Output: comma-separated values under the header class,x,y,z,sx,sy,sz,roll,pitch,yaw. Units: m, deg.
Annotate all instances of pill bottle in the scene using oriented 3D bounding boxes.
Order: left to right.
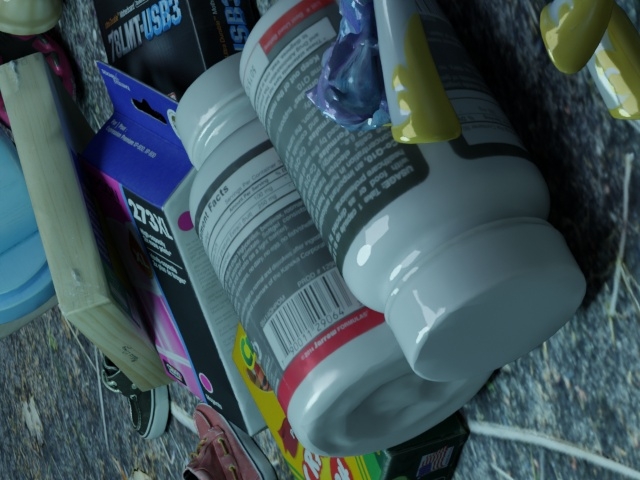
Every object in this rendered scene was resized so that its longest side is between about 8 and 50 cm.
class,x,y,z,sx,sy,sz,roll,pitch,yaw
pill bottle,0.000,0.000,1.551,0.318,0.176,0.176,63,154,28
pill bottle,0.066,-0.049,1.390,0.283,0.161,0.161,63,154,28

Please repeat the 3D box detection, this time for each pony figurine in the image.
class,x,y,z,sx,sy,sz,roll,pitch,yaw
pony figurine,0.060,-0.249,1.211,0.351,0.303,0.363,0,102,34

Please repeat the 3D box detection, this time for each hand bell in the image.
class,x,y,z,sx,sy,sz,roll,pitch,yaw
hand bell,-0.325,-0.365,2.221,0.126,0.126,0.242,62,141,29

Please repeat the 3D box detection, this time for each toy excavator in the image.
class,x,y,z,sx,sy,sz,roll,pitch,yaw
toy excavator,-0.474,-0.121,2.337,0.433,0.222,0.445,51,162,24

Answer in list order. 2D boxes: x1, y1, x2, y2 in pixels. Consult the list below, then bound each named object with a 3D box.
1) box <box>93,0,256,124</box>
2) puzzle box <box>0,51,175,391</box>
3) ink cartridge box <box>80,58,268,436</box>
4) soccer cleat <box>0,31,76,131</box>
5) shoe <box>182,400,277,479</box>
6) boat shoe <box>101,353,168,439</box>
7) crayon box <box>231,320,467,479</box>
class,x,y,z,sx,sy,sz,roll,pitch,yaw
box,-0.142,-0.193,1.904,0.295,0.073,0.293,-9,97,68
puzzle box,-0.241,-0.007,2.053,0.409,0.052,0.272,69,-177,-73
ink cartridge box,-0.143,0.010,1.910,0.176,0.069,0.371,30,143,51
soccer cleat,-0.380,-0.210,2.429,0.331,0.116,0.143,50,169,41
shoe,-0.119,0.235,2.092,0.178,0.081,0.063,46,143,50
boat shoe,-0.230,0.146,2.312,0.078,0.070,0.219,41,139,54
crayon box,0.007,0.117,1.733,0.318,0.081,0.202,60,153,34
